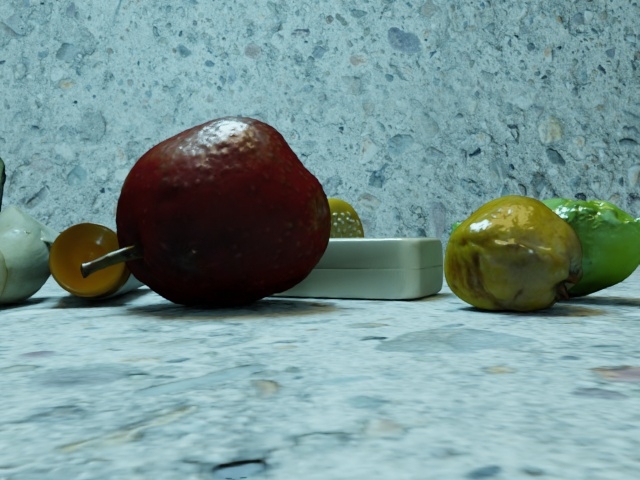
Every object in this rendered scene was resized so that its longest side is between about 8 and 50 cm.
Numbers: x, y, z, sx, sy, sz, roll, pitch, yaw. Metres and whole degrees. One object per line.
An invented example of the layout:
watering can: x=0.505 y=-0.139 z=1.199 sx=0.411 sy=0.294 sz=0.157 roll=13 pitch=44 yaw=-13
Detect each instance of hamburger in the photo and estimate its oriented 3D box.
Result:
hamburger: x=0.000 y=0.000 z=1.098 sx=0.162 sy=0.161 sz=0.115 roll=0 pitch=6 yaw=-41

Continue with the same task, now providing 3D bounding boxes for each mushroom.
mushroom: x=-0.376 y=0.024 z=0.767 sx=0.096 sy=0.108 sz=0.247 roll=2 pitch=13 yaw=-6

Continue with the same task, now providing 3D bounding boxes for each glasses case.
glasses case: x=-0.011 y=0.035 z=0.872 sx=0.337 sy=0.076 sz=0.144 roll=-1 pitch=0 yaw=26

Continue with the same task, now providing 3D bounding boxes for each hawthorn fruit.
hawthorn fruit: x=-0.134 y=-0.022 z=0.698 sx=0.266 sy=0.210 sz=0.230 roll=-17 pitch=14 yaw=-30

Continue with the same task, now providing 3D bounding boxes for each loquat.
loquat: x=0.197 y=0.019 z=0.649 sx=0.137 sy=0.112 sz=0.137 roll=-6 pitch=30 yaw=4

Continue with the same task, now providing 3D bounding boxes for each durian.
durian: x=0.272 y=0.012 z=0.747 sx=0.250 sy=0.101 sz=0.139 roll=-1 pitch=-17 yaw=33

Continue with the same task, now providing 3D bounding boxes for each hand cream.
hand cream: x=-0.297 y=0.035 z=0.865 sx=0.140 sy=0.089 sz=0.314 roll=1 pitch=-5 yaw=-8

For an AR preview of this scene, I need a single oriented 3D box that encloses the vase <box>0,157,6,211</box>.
vase: x=-0.614 y=-0.023 z=0.885 sx=0.303 sy=0.240 sz=0.329 roll=7 pitch=-39 yaw=-26
